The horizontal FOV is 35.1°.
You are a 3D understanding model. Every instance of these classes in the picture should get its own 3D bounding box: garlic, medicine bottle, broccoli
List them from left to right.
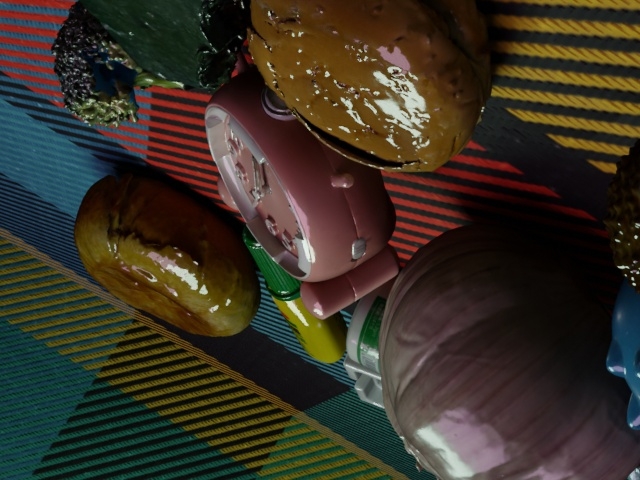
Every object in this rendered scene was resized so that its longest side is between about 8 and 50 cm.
[{"bbox_3d":[-0.207,-0.191,1.084,0.160,0.167,0.154,7,-159,-12],"label":"broccoli"},{"bbox_3d":[-0.032,0.063,1.390,0.111,0.076,0.309,58,176,37],"label":"medicine bottle"},{"bbox_3d":[0.179,0.152,1.332,0.274,0.133,0.133,24,161,24],"label":"medicine bottle"},{"bbox_3d":[0.184,0.138,1.028,0.317,0.259,0.317,43,-160,-20],"label":"garlic"}]

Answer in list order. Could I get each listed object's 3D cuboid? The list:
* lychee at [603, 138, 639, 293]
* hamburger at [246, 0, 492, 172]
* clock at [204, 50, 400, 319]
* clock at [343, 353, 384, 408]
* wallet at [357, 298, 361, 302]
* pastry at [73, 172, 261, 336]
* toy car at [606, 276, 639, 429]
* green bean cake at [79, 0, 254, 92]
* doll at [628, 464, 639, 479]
[{"bbox_3d":[0.276,-0.016,0.700,0.171,0.171,0.171,28,162,10],"label":"lychee"},{"bbox_3d":[0.045,-0.146,0.805,0.214,0.108,0.214,29,158,13],"label":"hamburger"},{"bbox_3d":[-0.013,-0.077,1.005,0.227,0.142,0.241,50,165,29],"label":"clock"},{"bbox_3d":[0.164,0.215,1.564,0.231,0.116,0.262,24,162,21],"label":"clock"},{"bbox_3d":[-0.001,0.001,1.363,0.169,0.044,0.317,26,163,13],"label":"wallet"},{"bbox_3d":[-0.247,0.028,1.667,0.356,0.164,0.356,24,157,11],"label":"pastry"},{"bbox_3d":[0.356,0.113,0.846,0.255,0.190,0.188,35,161,-18],"label":"toy car"},{"bbox_3d":[-0.108,-0.212,0.863,0.193,0.107,0.208,18,159,29],"label":"green bean cake"},{"bbox_3d":[0.424,0.270,1.360,0.180,0.075,0.120,42,-158,-58],"label":"doll"}]
